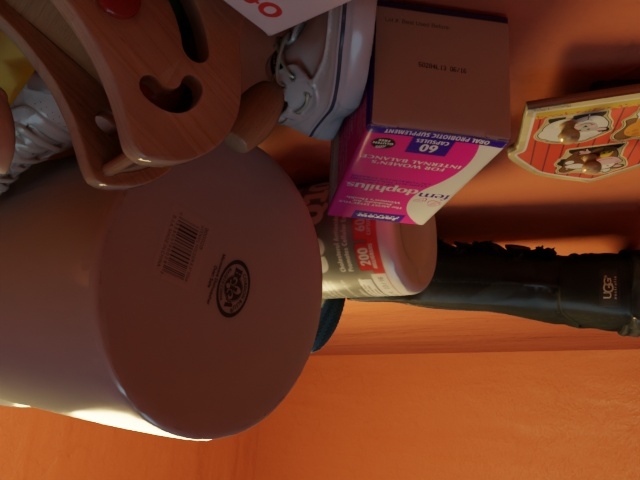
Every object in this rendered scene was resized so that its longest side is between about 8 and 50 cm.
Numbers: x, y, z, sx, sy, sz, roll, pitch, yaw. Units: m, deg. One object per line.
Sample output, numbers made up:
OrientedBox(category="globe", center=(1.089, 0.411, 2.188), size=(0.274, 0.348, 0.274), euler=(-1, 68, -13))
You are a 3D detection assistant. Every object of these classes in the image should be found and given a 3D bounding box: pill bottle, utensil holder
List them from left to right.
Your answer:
OrientedBox(category="utensil holder", center=(-0.236, 0.051, 0.723), size=(0.385, 0.328, 0.327), euler=(-2, 163, 38))
OrientedBox(category="pill bottle", center=(0.000, 0.000, 0.837), size=(0.283, 0.161, 0.161), euler=(-6, 161, 31))

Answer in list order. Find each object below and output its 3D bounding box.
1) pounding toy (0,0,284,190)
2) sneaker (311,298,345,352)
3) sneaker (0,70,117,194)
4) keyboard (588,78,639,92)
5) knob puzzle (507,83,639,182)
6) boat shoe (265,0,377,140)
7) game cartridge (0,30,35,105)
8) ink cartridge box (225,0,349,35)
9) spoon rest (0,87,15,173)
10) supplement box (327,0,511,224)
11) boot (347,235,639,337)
OrientedBox(category="pounding toy", center=(-0.150, -0.118, 0.412), size=(0.269, 0.154, 0.155), euler=(36, 148, -31))
OrientedBox(category="sneaker", center=(-0.011, 0.070, 0.962), size=(0.092, 0.229, 0.087), euler=(6, 147, 18))
OrientedBox(category="sneaker", center=(-0.310, -0.096, 0.614), size=(0.305, 0.152, 0.114), euler=(-5, 160, 24))
OrientedBox(category="keyboard", center=(0.285, -0.113, 0.632), size=(0.108, 0.023, 0.180), euler=(-6, 161, 12))
OrientedBox(category="knob puzzle", center=(0.287, -0.092, 0.612), size=(0.213, 0.030, 0.213), euler=(-2, 162, -1))
OrientedBox(category="boat shoe", center=(-0.008, -0.138, 0.510), size=(0.075, 0.083, 0.226), euler=(5, 164, -7))
OrientedBox(category="game cartridge", center=(-0.396, -0.135, 0.416), size=(0.285, 0.053, 0.323), euler=(-45, 139, 17))
OrientedBox(category="ink cartridge box", center=(0.007, -0.201, 0.278), size=(0.219, 0.093, 0.160), euler=(-10, 158, 38))
OrientedBox(category="spoon rest", center=(-0.284, -0.139, 0.351), size=(0.137, 0.084, 0.276), euler=(36, 162, 42))
OrientedBox(category="supplement box", center=(0.077, -0.101, 0.567), size=(0.111, 0.114, 0.220), euler=(5, 165, -6))
OrientedBox(category="boot", center=(0.303, 0.076, 1.041), size=(0.445, 0.146, 0.367), euler=(0, 169, 21))
